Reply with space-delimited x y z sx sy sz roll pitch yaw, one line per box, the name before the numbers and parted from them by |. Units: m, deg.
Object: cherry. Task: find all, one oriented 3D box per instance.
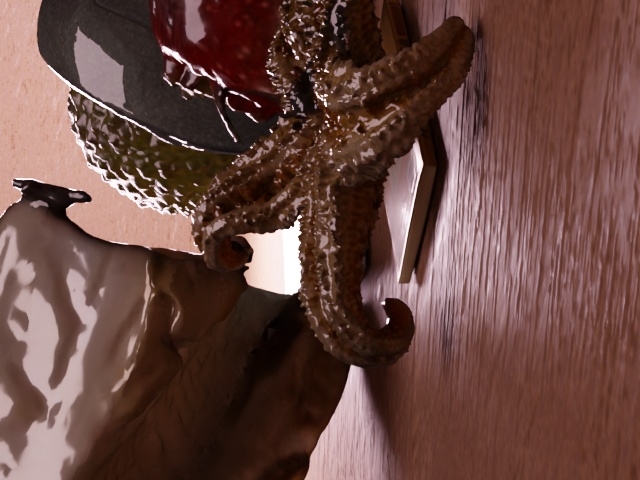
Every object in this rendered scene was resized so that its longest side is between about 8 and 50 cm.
cherry | -0.054 -0.223 1.057 0.192 0.175 0.249 -134 45 -66

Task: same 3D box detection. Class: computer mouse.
computer mouse | -0.154 -0.206 1.243 0.203 0.374 0.114 -60 -31 -11

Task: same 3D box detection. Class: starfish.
starfish | 0.006 -0.084 0.803 0.303 0.113 0.312 -105 30 -47

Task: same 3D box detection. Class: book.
book | 0.054 -0.072 0.868 0.118 0.012 0.172 98 168 -49

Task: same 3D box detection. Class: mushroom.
mushroom | -0.151 0.193 1.021 0.314 0.224 0.397 33 -111 -58

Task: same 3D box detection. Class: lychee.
lychee | -0.157 -0.158 1.443 0.320 0.270 0.270 -16 74 59

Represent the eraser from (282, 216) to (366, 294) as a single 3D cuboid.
eraser | 0.000 0.000 1.133 0.225 0.052 0.095 121 146 -76
